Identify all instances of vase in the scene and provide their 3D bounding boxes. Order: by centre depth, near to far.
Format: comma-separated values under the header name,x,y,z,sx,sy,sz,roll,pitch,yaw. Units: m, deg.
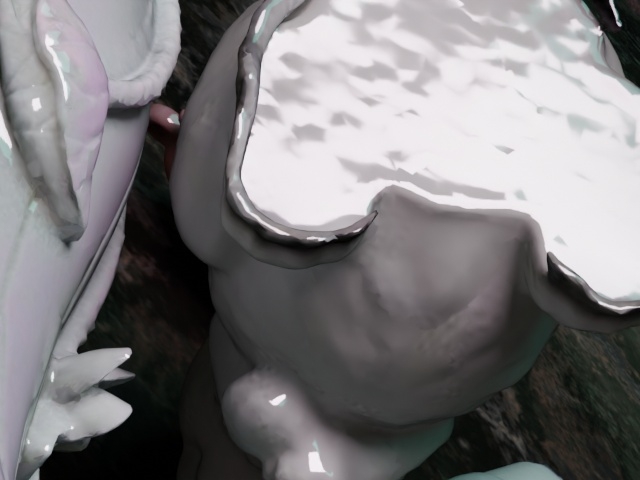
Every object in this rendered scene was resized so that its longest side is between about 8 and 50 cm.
name,x,y,z,sx,sy,sz,roll,pitch,yaw
vase,-0.175,-0.011,0.566,0.250,0.250,0.445,31,35,-34

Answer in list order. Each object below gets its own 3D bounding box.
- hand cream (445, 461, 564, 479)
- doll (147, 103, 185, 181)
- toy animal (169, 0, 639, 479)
name,x,y,z,sx,sy,sz,roll,pitch,yaw
hand cream,0.001,0.150,0.635,0.331,0.085,0.058,-6,94,-49
doll,0.000,0.000,0.905,0.262,0.093,0.211,32,-19,5
toy animal,0.022,0.013,0.682,0.194,0.357,0.257,21,63,-1
